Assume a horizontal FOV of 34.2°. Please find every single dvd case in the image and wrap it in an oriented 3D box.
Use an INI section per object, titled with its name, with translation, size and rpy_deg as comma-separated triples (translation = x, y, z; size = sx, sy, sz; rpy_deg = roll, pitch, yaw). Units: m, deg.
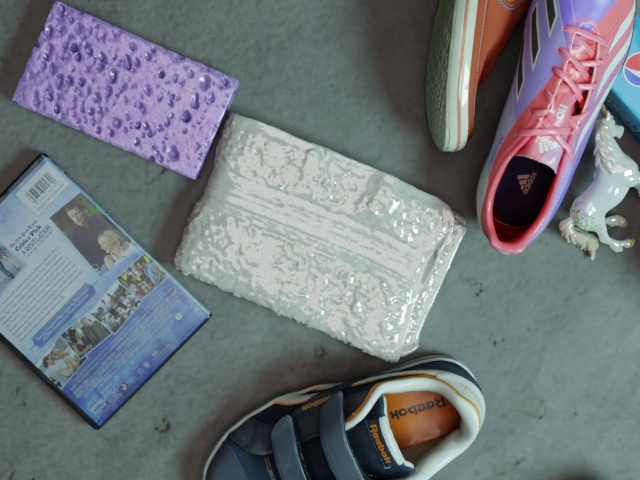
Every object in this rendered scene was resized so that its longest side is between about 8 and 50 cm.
[dvd case]
translation = -0.269, 0.057, 1.122
size = 0.253, 0.022, 0.180
rpy_deg = 45, 93, -5

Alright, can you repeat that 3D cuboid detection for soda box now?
[soda box]
translation = 0.352, -0.149, 1.097
size = 0.071, 0.067, 0.210
rpy_deg = -42, 95, 2

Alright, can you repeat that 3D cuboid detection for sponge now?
[sponge]
translation = -0.204, -0.157, 1.100
size = 0.210, 0.031, 0.117
rpy_deg = 23, 94, -3

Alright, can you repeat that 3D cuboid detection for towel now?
[towel]
translation = 0.000, 0.000, 1.111
size = 0.282, 0.049, 0.187
rpy_deg = 22, 93, -3

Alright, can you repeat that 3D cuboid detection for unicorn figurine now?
[unicorn figurine]
translation = 0.308, -0.059, 1.096
size = 0.111, 0.060, 0.162
rpy_deg = 25, 96, -21

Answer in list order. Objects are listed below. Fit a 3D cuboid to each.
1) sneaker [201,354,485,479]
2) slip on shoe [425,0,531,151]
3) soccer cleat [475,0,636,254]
[sneaker]
translation = 0.019, 0.213, 1.094
size = 0.321, 0.127, 0.126
rpy_deg = -25, 97, 2
[slip on shoe]
translation = 0.177, -0.250, 1.064
size = 0.101, 0.123, 0.331
rpy_deg = 13, 90, -7
[soccer cleat]
translation = 0.231, -0.133, 1.023
size = 0.109, 0.116, 0.318
rpy_deg = 18, 117, 2
